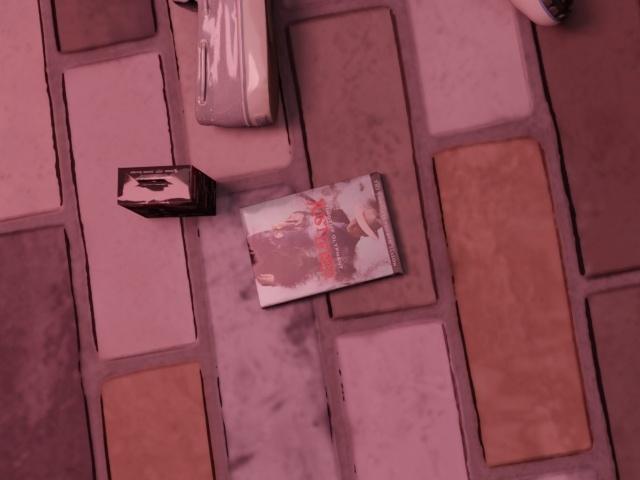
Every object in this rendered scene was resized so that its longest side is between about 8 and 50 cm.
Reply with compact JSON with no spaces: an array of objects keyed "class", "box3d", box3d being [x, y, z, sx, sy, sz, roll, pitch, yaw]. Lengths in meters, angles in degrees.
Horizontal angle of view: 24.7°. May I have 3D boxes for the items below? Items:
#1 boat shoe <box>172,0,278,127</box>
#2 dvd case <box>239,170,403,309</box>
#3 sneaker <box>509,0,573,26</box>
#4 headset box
[{"class":"boat shoe","box3d":[-0.083,-0.203,1.193,0.081,0.079,0.228,-6,83,5]},{"class":"dvd case","box3d":[0.000,0.000,1.179,0.119,0.013,0.087,-14,79,7]},{"class":"sneaker","box3d":[0.113,-0.257,1.173,0.086,0.085,0.237,-44,78,28]},{"class":"headset box","box3d":[-0.124,-0.039,1.172,0.062,0.083,0.032,-2,81,11]}]
